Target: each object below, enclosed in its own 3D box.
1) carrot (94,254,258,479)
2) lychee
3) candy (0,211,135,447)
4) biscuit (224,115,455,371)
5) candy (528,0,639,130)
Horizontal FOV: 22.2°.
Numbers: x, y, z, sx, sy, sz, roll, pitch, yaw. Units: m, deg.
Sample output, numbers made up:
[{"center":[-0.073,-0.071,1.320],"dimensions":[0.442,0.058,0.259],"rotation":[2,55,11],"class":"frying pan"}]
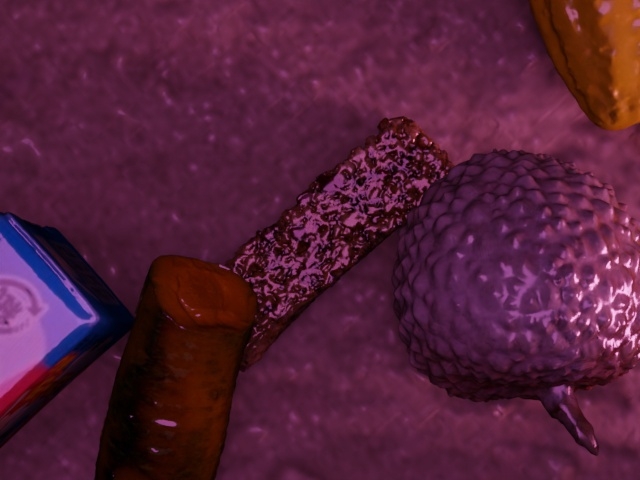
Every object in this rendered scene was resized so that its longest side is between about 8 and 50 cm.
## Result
[{"center":[-0.093,0.100,1.026],"dimensions":[0.082,0.082,0.173],"rotation":[18,111,2],"class":"carrot"},{"center":[0.126,0.038,0.999],"dimensions":[0.165,0.165,0.197],"rotation":[-8,75,1],"class":"lychee"},{"center":[-0.262,0.120,1.007],"dimensions":[0.306,0.157,0.100],"rotation":[-43,87,-1],"class":"candy"},{"center":[0.000,0.000,1.068],"dimensions":[0.199,0.034,0.064],"rotation":[-42,86,-1],"class":"biscuit"},{"center":[0.179,-0.169,1.047],"dimensions":[0.106,0.094,0.199],"rotation":[-11,92,-5],"class":"candy"}]
